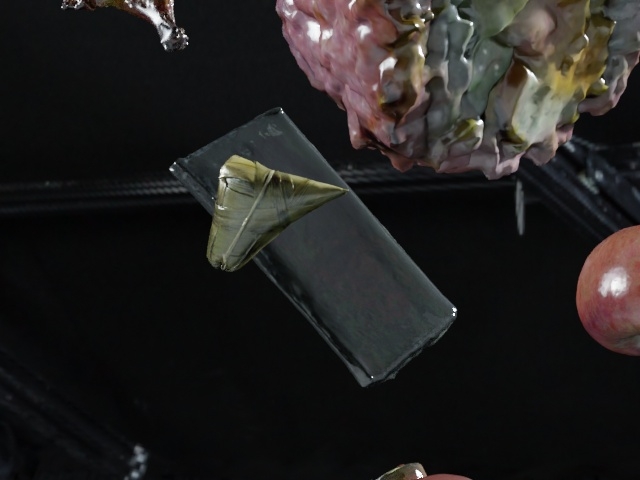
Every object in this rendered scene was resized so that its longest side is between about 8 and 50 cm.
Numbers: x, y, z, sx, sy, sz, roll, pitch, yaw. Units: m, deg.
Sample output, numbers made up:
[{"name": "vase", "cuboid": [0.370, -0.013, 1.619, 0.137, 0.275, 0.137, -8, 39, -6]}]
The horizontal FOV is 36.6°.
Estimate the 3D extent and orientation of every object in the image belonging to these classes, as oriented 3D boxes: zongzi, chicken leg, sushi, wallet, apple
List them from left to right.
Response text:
[{"name": "chicken leg", "cuboid": [-0.142, -0.177, 0.696, 0.145, 0.062, 0.037, 24, -23, 26]}, {"name": "zongzi", "cuboid": [-0.030, -0.010, 0.635, 0.083, 0.040, 0.076, 13, -66, 1]}, {"name": "wallet", "cuboid": [0.000, 0.001, 0.914, 0.285, 0.146, 0.030, 49, -39, 9]}, {"name": "sushi", "cuboid": [0.081, -0.174, 0.542, 0.237, 0.171, 0.270, -31, -47, -19]}, {"name": "apple", "cuboid": [0.335, 0.049, 0.966, 0.153, 0.120, 0.153, 6, -23, 3]}]

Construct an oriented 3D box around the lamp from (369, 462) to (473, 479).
[{"name": "lamp", "cuboid": [0.131, 0.349, 0.970, 0.180, 0.258, 0.180, -22, -27, -12]}]
